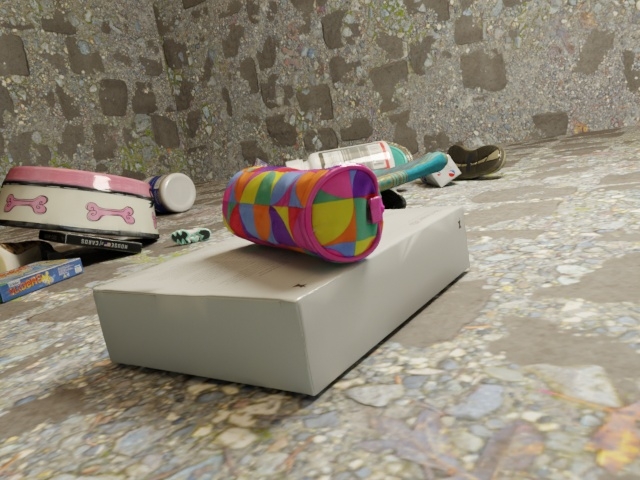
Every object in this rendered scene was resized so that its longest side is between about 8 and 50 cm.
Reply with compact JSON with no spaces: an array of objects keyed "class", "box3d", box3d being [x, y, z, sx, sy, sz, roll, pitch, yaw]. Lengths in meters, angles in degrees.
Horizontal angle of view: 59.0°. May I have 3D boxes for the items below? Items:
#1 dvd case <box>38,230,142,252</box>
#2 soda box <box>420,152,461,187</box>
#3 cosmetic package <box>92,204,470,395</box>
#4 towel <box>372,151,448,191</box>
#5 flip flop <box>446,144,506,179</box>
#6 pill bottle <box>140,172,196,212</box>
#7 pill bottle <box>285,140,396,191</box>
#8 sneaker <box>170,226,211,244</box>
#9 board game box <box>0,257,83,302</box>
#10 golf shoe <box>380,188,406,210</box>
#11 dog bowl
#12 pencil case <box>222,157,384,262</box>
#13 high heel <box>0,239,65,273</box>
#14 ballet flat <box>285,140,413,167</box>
[{"class":"dvd case","box3d":[-0.574,0.001,1.403,0.179,0.029,0.239,9,-4,-39]},{"class":"soda box","box3d":[0.344,-0.215,1.701,0.074,0.069,0.216,-37,10,3]},{"class":"cosmetic package","box3d":[-0.022,0.044,0.684,0.285,0.097,0.377,-4,13,36]},{"class":"towel","box3d":[0.038,-0.098,1.103,0.370,0.040,0.272,-21,9,-36]},{"class":"flip flop","box3d":[0.461,-0.231,1.690,0.080,0.112,0.277,14,-3,-26]},{"class":"pill bottle","box3d":[-0.628,-0.183,2.237,0.265,0.153,0.153,1,15,43]},{"class":"pill bottle","box3d":[0.054,-0.173,1.561,0.284,0.161,0.161,-11,11,-4]},{"class":"sneaker","box3d":[-0.324,-0.013,1.412,0.098,0.038,0.069,-3,7,-14]},{"class":"board game box","box3d":[-0.621,0.082,1.177,0.136,0.035,0.201,-5,12,24]},{"class":"golf shoe","box3d":[0.142,-0.095,1.309,0.094,0.077,0.198,-16,14,-32]},{"class":"dog bowl","box3d":[-0.623,-0.094,1.470,0.409,0.150,0.408,5,0,0]},{"class":"pencil case","box3d":[-0.026,-0.036,0.612,0.105,0.104,0.236,-15,15,-26]},{"class":"high heel","box3d":[-0.765,0.042,1.342,0.261,0.093,0.186,-1,7,-39]},{"class":"ballet flat","box3d":[0.103,-0.214,1.812,0.483,0.163,0.182,-5,-8,33]}]
